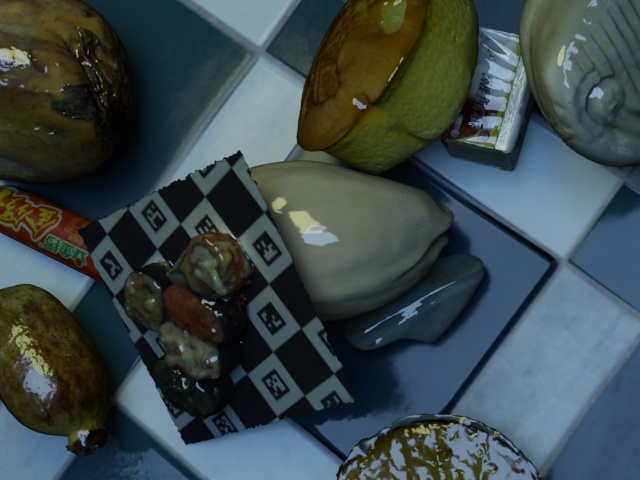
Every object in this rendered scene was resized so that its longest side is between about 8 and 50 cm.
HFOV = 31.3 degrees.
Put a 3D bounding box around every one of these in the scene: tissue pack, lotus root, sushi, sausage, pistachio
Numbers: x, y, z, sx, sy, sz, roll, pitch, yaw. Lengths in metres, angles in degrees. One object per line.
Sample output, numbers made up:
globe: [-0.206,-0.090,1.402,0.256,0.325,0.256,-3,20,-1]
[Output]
tissue pack: [0.215,-0.177,1.432,0.099,0.106,0.148,14,83,15]
lotus root: [-0.346,-0.207,1.508,0.192,0.272,0.272,7,82,4]
sushi: [-0.155,0.097,1.358,0.339,0.069,0.320,-21,96,43]
lotus root: [-0.354,0.171,1.483,0.128,0.145,0.260,-47,69,25]
sausage: [-0.363,-0.011,1.555,0.264,0.083,0.083,24,87,17]
pistachio: [0.000,0.000,1.410,0.332,0.226,0.208,-4,119,13]

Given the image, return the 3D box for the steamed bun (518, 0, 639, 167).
steamed bun: [0.367,-0.238,1.343,0.310,0.219,0.324,16,90,-25]

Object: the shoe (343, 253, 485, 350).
shoe: [0.125,0.091,1.435,0.195,0.079,0.078,-29,114,-3]

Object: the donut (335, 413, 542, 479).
donut: [0.144,0.338,1.368,0.272,0.107,0.272,-4,77,16]

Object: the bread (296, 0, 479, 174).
bread: [0.076,-0.212,1.396,0.148,0.270,0.270,28,87,-23]
